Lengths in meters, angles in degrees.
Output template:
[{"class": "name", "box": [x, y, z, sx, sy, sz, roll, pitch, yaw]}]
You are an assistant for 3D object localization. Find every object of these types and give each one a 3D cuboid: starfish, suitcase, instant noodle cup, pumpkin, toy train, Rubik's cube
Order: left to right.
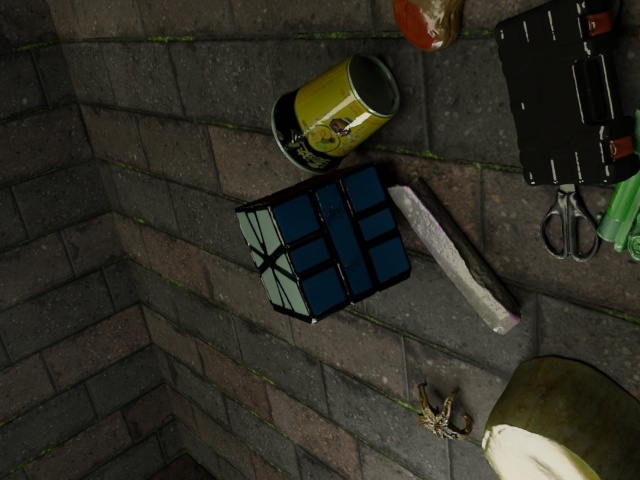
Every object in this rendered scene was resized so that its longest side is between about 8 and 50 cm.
[{"class": "Rubik's cube", "box": [0.000, 0.000, 1.417, 0.293, 0.283, 0.289, 10, 122, 68]}, {"class": "instant noodle cup", "box": [0.041, -0.280, 1.310, 0.236, 0.215, 0.216, -26, 91, 45]}, {"class": "starfish", "box": [0.297, 0.443, 1.563, 0.146, 0.074, 0.190, 58, 147, -4]}, {"class": "pumpkin", "box": [0.476, 0.420, 1.218, 0.332, 0.199, 0.332, 32, 135, 39]}, {"class": "suitcase", "box": [0.381, -0.228, 0.955, 0.206, 0.066, 0.286, 10, 118, 68]}, {"class": "toy train", "box": [0.510, -0.085, 0.941, 0.119, 0.085, 0.251, 39, 137, 38]}]

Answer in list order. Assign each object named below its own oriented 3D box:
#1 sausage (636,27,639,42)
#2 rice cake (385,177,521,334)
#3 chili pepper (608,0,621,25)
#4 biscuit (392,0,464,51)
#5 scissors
[{"class": "sausage", "box": [0.514, -0.250, 0.863, 0.036, 0.042, 0.158, -40, 80, 16]}, {"class": "rice cake", "box": [0.288, 0.024, 1.300, 0.399, 0.064, 0.070, 54, 137, 11]}, {"class": "chili pepper", "box": [0.420, -0.321, 0.928, 0.050, 0.041, 0.153, -92, 7, -50]}, {"class": "biscuit", "box": [0.197, -0.561, 1.019, 0.368, 0.076, 0.394, 59, 145, 4]}, {"class": "scissors", "box": [0.435, -0.102, 1.070, 0.109, 0.022, 0.300, 10, 119, 44]}]
